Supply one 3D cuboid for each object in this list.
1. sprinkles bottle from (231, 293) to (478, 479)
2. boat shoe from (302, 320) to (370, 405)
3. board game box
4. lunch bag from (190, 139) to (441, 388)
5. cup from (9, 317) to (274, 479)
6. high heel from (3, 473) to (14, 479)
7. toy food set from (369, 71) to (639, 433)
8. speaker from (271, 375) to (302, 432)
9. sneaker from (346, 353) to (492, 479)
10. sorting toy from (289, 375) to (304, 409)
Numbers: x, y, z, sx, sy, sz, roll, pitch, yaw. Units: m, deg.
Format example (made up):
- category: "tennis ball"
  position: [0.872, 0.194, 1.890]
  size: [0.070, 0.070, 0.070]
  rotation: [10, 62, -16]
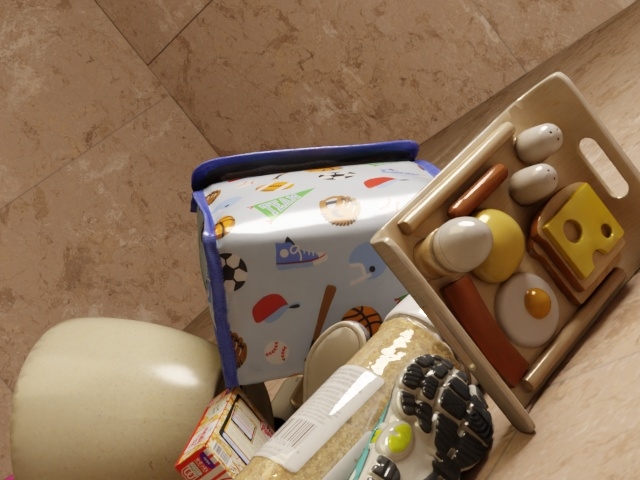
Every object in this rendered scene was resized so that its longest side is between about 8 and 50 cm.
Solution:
- category: "sprinkles bottle"
  position: [0.030, 0.198, 1.117]
  size: [0.355, 0.121, 0.121]
  rotation: [-42, 7, -29]
- category: "boat shoe"
  position: [0.024, 0.170, 1.276]
  size: [0.065, 0.075, 0.206]
  rotation: [-23, -43, -45]
- category: "board game box"
  position: [-0.080, 0.255, 1.227]
  size: [0.045, 0.147, 0.193]
  rotation: [-37, 6, 12]
- category: "lunch bag"
  position: [0.000, 0.000, 1.440]
  size: [0.327, 0.239, 0.385]
  rotation: [-7, 16, -6]
- category: "cup"
  position: [-0.201, 0.247, 1.430]
  size: [0.237, 0.331, 0.331]
  rotation: [-11, 18, 24]
- category: "high heel"
  position: [-0.392, 0.387, 1.624]
  size: [0.244, 0.082, 0.117]
  rotation: [6, 6, 20]
- category: "toy food set"
  position: [0.209, 0.002, 1.052]
  size: [0.306, 0.220, 0.092]
  rotation: [-42, 6, -32]
- category: "speaker"
  position: [-0.047, 0.243, 1.556]
  size: [0.055, 0.055, 0.136]
  rotation: [-36, 7, 21]
- category: "sneaker"
  position: [0.070, 0.199, 1.002]
  size: [0.110, 0.107, 0.275]
  rotation: [-45, 1, 39]
- category: "sorting toy"
  position: [0.068, 0.162, 1.569]
  size: [0.208, 0.038, 0.193]
  rotation: [-29, 9, 20]
